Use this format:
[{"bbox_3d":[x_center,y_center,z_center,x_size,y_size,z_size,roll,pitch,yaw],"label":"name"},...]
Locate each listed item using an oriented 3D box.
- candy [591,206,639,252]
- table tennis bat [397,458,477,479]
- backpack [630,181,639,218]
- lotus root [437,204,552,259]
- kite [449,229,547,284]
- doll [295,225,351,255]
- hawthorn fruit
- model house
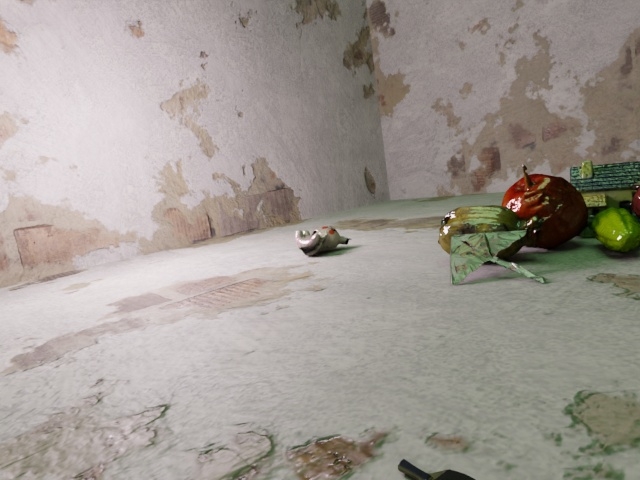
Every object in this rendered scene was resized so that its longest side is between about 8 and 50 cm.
[{"bbox_3d":[0.694,-0.020,0.977,0.097,0.096,0.209,-4,11,28],"label":"candy"},{"bbox_3d":[0.099,0.204,0.347,0.050,0.007,0.083,-16,13,-39],"label":"table tennis bat"},{"bbox_3d":[0.859,-0.074,0.981,0.230,0.138,0.229,6,15,-2],"label":"backpack"},{"bbox_3d":[0.435,-0.016,1.065,0.278,0.153,0.154,-3,10,33],"label":"lotus root"},{"bbox_3d":[0.379,0.040,0.932,0.229,0.012,0.250,-35,35,-14],"label":"kite"},{"bbox_3d":[0.000,0.000,1.541,0.149,0.095,0.192,8,15,41],"label":"doll"},{"bbox_3d":[0.572,-0.099,1.111,0.208,0.243,0.207,-31,26,18],"label":"hawthorn fruit"},{"bbox_3d":[0.819,-0.126,1.186,0.194,0.211,0.170,-2,8,30],"label":"model house"}]
